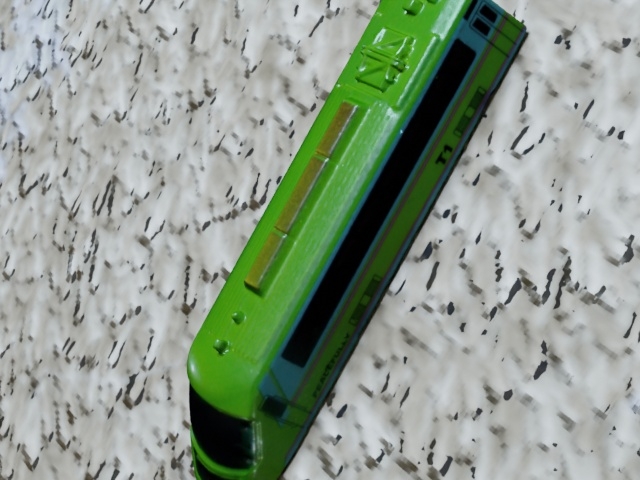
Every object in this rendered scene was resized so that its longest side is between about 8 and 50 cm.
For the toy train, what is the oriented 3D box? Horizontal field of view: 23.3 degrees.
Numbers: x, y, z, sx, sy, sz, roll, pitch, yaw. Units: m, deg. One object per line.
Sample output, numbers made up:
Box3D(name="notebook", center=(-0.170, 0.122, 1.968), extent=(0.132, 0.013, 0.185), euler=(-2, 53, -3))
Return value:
Box3D(name="toy train", center=(0.000, 0.000, 0.565), extent=(0.044, 0.042, 0.209), euler=(29, 90, 46))
